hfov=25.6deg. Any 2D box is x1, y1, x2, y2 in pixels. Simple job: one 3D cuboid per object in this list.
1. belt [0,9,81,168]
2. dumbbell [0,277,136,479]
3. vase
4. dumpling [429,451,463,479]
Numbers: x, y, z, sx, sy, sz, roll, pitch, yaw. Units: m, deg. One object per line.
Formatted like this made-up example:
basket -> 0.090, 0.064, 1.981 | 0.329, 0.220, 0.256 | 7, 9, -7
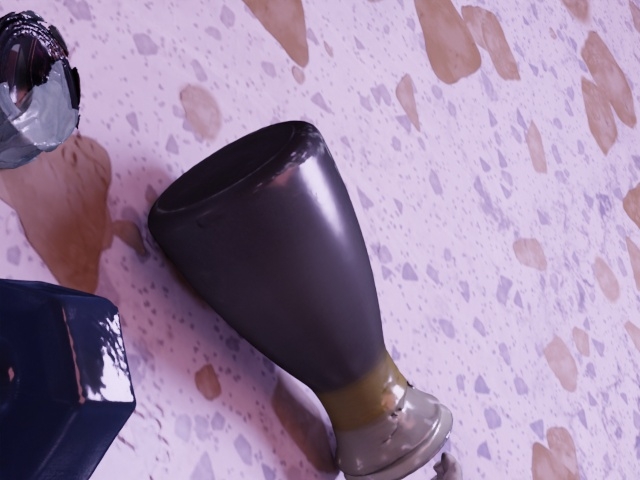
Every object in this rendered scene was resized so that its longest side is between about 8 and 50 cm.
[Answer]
belt -> -0.248, -0.121, 1.142 | 0.105, 0.058, 0.140 | 44, 35, -38
dumbbell -> -0.272, 0.087, 0.894 | 0.316, 0.144, 0.156 | 9, 62, -51
vase -> -0.006, 0.067, 1.269 | 0.321, 0.173, 0.173 | 60, 33, -17
dumpling -> 0.085, 0.273, 1.259 | 0.124, 0.151, 0.229 | 36, 41, -7
